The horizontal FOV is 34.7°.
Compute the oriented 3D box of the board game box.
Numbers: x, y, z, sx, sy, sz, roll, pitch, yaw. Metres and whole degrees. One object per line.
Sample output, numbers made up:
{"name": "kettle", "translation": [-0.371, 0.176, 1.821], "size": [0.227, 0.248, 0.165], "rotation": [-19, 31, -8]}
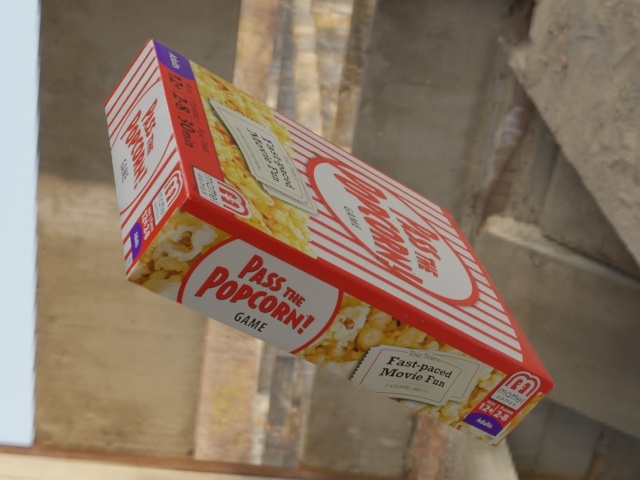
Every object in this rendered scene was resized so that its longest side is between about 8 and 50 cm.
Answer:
{"name": "board game box", "translation": [0.000, 0.000, 0.463], "size": [0.045, 0.193, 0.146], "rotation": [-51, 32, 19]}
